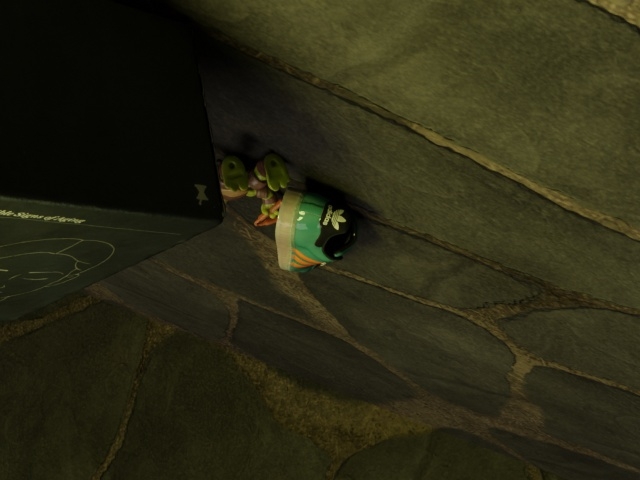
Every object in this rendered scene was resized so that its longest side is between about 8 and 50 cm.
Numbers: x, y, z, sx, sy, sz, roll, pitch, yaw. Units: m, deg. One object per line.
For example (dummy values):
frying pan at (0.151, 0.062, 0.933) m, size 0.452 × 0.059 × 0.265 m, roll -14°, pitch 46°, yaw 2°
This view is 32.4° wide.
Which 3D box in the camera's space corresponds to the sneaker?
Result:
sneaker at (0.000, 0.000, 1.805) m, size 0.121 × 0.108 × 0.302 m, roll 15°, pitch 169°, yaw 6°

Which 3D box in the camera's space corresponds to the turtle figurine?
turtle figurine at (-0.131, -0.090, 1.787) m, size 0.270 × 0.087 × 0.217 m, roll 11°, pitch 166°, yaw -24°

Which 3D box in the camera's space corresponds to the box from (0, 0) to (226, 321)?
box at (-0.463, -0.098, 1.375) m, size 0.472 × 0.297 × 0.480 m, roll -21°, pitch 163°, yaw 37°
